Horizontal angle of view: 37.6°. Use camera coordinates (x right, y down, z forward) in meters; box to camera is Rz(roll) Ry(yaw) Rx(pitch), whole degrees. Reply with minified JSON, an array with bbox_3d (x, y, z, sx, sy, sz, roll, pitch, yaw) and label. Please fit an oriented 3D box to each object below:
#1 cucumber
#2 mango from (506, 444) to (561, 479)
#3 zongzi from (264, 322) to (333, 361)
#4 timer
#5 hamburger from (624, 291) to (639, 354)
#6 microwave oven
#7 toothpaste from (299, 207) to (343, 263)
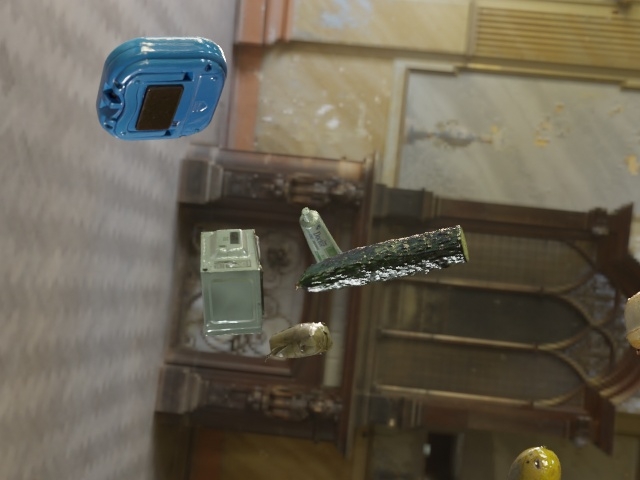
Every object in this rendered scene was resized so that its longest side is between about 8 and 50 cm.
[{"bbox_3d":[0.098,0.037,1.561,0.067,0.293,0.068,-13,90,-82],"label":"cucumber"},{"bbox_3d":[0.366,0.435,1.641,0.103,0.076,0.161,-116,-143,-63],"label":"mango"},{"bbox_3d":[-0.078,0.250,2.311,0.178,0.189,0.081,23,56,-73],"label":"zongzi"},{"bbox_3d":[-0.404,-0.378,2.397,0.340,0.309,0.115,123,-45,-53],"label":"timer"},{"bbox_3d":[0.705,0.143,1.844,0.147,0.236,0.237,63,-6,16],"label":"hamburger"},{"bbox_3d":[-0.176,0.079,1.888,0.208,0.122,0.162,-106,-165,-66],"label":"microwave oven"},{"bbox_3d":[0.000,0.000,1.870,0.218,0.064,0.041,63,3,-55],"label":"toothpaste"}]
